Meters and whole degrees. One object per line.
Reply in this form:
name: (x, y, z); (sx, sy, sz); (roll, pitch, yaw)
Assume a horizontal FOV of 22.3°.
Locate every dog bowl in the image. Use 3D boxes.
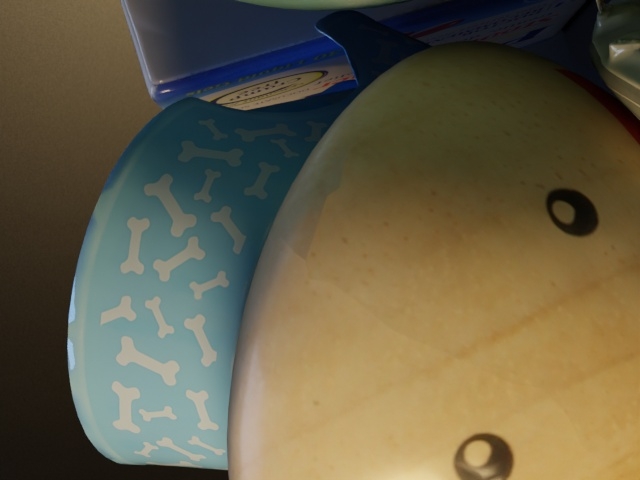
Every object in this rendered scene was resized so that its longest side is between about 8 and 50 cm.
dog bowl: (0.000, 0.000, 0.745); (0.297, 0.074, 0.166); (-38, -44, -53)

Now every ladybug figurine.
ladybug figurine: (0.108, 0.084, 0.736); (0.449, 0.162, 0.305); (38, -112, -64)

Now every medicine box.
medicine box: (0.017, -0.174, 0.978); (0.289, 0.263, 0.149); (52, -159, -88)

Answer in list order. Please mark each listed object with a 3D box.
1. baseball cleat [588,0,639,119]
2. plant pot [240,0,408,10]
baseball cleat: (0.156, -0.034, 0.611); (0.206, 0.072, 0.109); (-97, -15, -63)
plant pot: (0.000, -0.219, 0.605); (0.235, 0.293, 0.293); (19, -127, -70)
